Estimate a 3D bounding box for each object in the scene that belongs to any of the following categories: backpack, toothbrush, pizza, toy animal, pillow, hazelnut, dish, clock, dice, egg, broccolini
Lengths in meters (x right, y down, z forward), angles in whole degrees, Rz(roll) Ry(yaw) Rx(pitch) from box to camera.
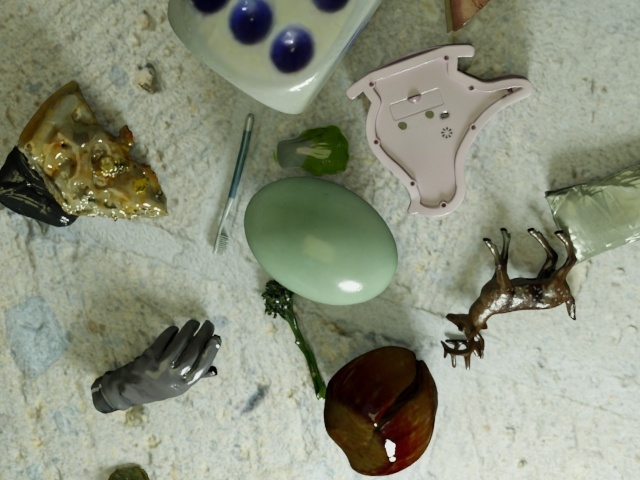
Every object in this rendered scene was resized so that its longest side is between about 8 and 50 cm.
[{"bbox_3d":[-0.513,-0.093,1.759,0.165,0.106,0.120,36,86,-20],"label":"backpack"},{"bbox_3d":[-0.155,-0.098,1.752,0.025,0.019,0.275,15,107,-2],"label":"toothbrush"},{"bbox_3d":[-0.398,-0.130,1.718,0.189,0.071,0.297,-47,106,-25],"label":"pizza"},{"bbox_3d":[0.334,0.109,1.702,0.244,0.087,0.260,-1,108,8],"label":"toy animal"},{"bbox_3d":[0.519,-0.056,1.659,0.230,0.050,0.148,-19,112,14],"label":"pillow"},{"bbox_3d":[0.111,0.304,1.751,0.218,0.218,0.233,0,124,8],"label":"hazelnut"},{"bbox_3d":[-0.014,-0.162,1.706,0.137,0.039,0.091,-5,110,10],"label":"dish"},{"bbox_3d":[0.227,-0.201,1.641,0.290,0.080,0.275,-21,102,14],"label":"clock"},{"bbox_3d":[-0.053,-0.398,1.506,0.277,0.304,0.304,37,107,-3],"label":"dice"},{"bbox_3d":[0.000,0.000,1.663,0.283,0.203,0.203,26,107,6],"label":"egg"},{"bbox_3d":[-0.043,0.190,1.801,0.071,0.057,0.254,-8,106,54],"label":"broccolini"}]

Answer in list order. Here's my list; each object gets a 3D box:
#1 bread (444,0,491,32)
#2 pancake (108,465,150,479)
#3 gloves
[{"bbox_3d":[0.256,-0.442,1.574,0.119,0.067,0.192,-1,104,16],"label":"bread"},{"bbox_3d":[-0.385,0.507,1.933,0.108,0.017,0.108,-3,78,13],"label":"pancake"},{"bbox_3d":[-0.306,0.253,1.836,0.285,0.119,0.142,-35,130,12],"label":"gloves"}]
